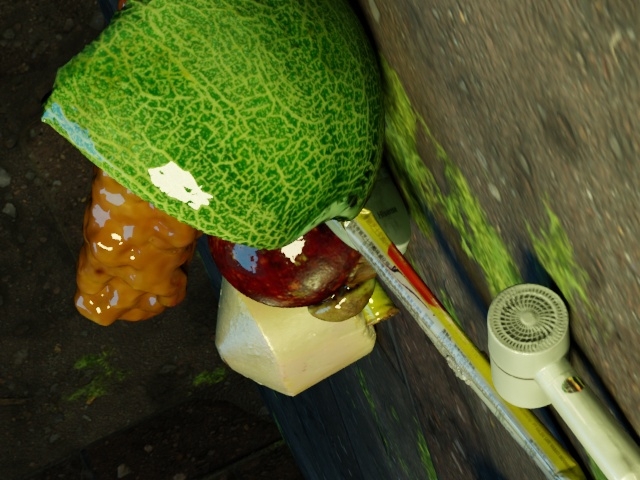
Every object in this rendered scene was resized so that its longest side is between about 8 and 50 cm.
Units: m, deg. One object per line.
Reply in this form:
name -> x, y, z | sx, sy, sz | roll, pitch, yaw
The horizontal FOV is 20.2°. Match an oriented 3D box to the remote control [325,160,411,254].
remote control -> -0.012, -0.095, 1.334 | 0.256, 0.045, 0.097 | 61, -151, 6

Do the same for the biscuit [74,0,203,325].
biscuit -> -0.140, -0.106, 1.559 | 0.318, 0.110, 0.312 | 108, 167, -50

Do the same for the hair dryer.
hair dryer -> 0.146, 0.094, 1.028 | 0.137, 0.047, 0.082 | 53, 169, 29

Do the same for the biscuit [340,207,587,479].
biscuit -> 0.097, 0.076, 1.213 | 0.292, 0.026, 0.048 | 51, 176, 20

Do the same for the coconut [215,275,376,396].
coconut -> -0.034, 0.081, 1.820 | 0.147, 0.152, 0.147 | 155, 90, -85

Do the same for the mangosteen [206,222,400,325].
mangosteen -> 0.000, -0.012, 1.440 | 0.156, 0.181, 0.146 | 14, 87, 60

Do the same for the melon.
melon -> -0.025, -0.098, 1.163 | 0.169, 0.265, 0.129 | 49, 125, 11
